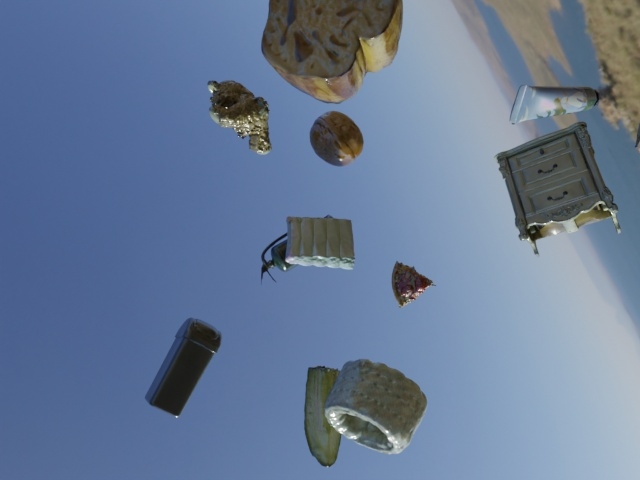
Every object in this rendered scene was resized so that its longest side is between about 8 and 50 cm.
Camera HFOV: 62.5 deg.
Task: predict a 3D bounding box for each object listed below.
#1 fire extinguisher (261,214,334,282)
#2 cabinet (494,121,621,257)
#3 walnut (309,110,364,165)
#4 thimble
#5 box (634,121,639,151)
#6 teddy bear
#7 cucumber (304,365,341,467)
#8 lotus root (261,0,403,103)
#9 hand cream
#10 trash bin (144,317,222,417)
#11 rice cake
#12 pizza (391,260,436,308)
[{"bbox_3d":[-0.075,0.027,1.628,0.118,0.295,0.093,62,165,-7],"label":"fire extinguisher"},{"bbox_3d":[0.762,-0.154,1.696,0.227,0.290,0.317,31,-134,-52],"label":"cabinet"},{"bbox_3d":[0.053,-0.343,1.783,0.207,0.167,0.167,46,-163,23],"label":"walnut"},{"bbox_3d":[0.164,0.517,1.632,0.291,0.292,0.195,52,-127,-22],"label":"thimble"},{"bbox_3d":[0.743,-0.197,0.817,0.257,0.349,0.318,42,-113,-34],"label":"box"},{"bbox_3d":[-0.270,-0.431,1.740,0.256,0.156,0.267,44,-172,39],"label":"teddy bear"},{"bbox_3d":[0.009,0.599,1.815,0.145,0.105,0.325,28,-123,-60],"label":"cucumber"},{"bbox_3d":[0.053,-0.444,1.158,0.250,0.316,0.315,30,-143,-65],"label":"lotus root"},{"bbox_3d":[0.535,-0.316,1.201,0.256,0.088,0.055,-10,-141,-24],"label":"hand cream"},{"bbox_3d":[-0.345,0.315,1.339,0.101,0.177,0.236,32,-110,-16],"label":"trash bin"},{"bbox_3d":[0.000,0.000,1.305,0.198,0.190,0.037,-104,20,-56],"label":"rice cake"},{"bbox_3d":[0.197,0.091,1.215,0.099,0.100,0.029,57,-163,13],"label":"pizza"}]
